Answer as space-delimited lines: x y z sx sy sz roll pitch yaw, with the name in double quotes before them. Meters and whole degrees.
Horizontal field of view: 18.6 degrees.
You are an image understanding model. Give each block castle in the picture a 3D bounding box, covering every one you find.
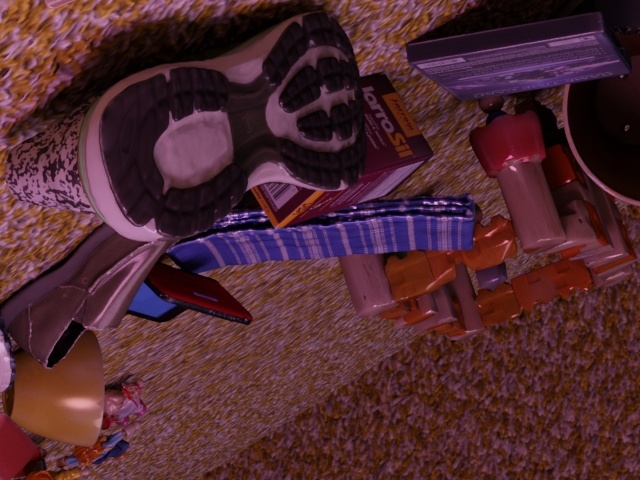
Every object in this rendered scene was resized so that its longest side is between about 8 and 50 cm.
"block castle" 0.200 -0.031 2.439 0.303 0.213 0.453 -22 165 17

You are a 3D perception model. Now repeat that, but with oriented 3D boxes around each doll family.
"doll family" -0.334 0.301 2.700 0.263 0.118 0.163 -31 169 2

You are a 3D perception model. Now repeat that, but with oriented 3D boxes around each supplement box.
"supplement box" 0.011 -0.090 1.922 0.188 0.104 0.081 -18 163 -50

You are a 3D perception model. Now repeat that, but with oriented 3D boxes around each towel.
"towel" 0.000 0.000 2.106 0.336 0.040 0.243 -4 170 3

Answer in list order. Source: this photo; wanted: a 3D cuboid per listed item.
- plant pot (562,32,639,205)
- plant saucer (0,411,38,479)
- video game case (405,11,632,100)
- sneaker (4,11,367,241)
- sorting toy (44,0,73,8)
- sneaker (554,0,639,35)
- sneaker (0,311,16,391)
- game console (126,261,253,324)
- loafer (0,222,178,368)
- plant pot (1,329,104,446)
"plant pot" 0.406 -0.169 2.390 0.237 0.237 0.254 -32 -176 6
"plant saucer" -0.418 0.201 1.894 0.259 0.047 0.258 2 167 -1
"video game case" 0.213 -0.188 2.034 0.196 0.026 0.274 -8 175 14
"sneaker" -0.106 -0.100 1.626 0.182 0.158 0.410 -1 -171 33
"sorting toy" -0.149 -0.188 1.311 0.083 0.012 0.062 -25 163 -12
"sneaker" 0.344 -0.237 2.109 0.083 0.118 0.222 -19 164 -46
"sneaker" -0.369 0.116 1.814 0.122 0.110 0.283 -15 165 -29
"game console" -0.169 0.073 2.122 0.144 0.124 0.085 19 107 -47
"loafer" -0.213 0.046 1.974 0.251 0.087 0.094 -36 168 26
"plant pot" -0.308 0.169 2.218 0.095 0.134 0.134 1 157 -21
